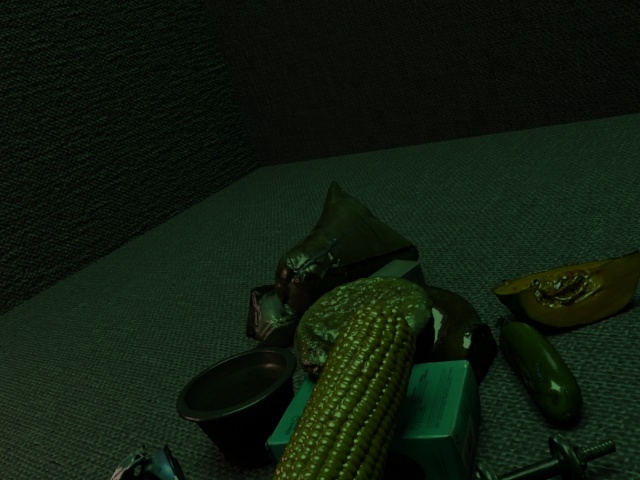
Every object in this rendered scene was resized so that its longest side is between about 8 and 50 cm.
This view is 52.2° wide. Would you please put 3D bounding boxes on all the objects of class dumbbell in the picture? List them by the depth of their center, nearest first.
[{"bbox_3d":[0.289,0.326,0.905,0.254,0.081,0.081,-18,19,-3],"label":"dumbbell"}]

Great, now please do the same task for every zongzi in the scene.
[{"bbox_3d":[0.000,0.000,1.633,0.356,0.174,0.393,-15,48,-30],"label":"zongzi"}]

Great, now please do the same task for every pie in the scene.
[{"bbox_3d":[0.079,0.157,1.213,0.277,0.078,0.277,-17,26,9],"label":"pie"}]

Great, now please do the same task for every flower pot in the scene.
[{"bbox_3d":[-0.132,0.319,1.217,0.235,0.148,0.235,-19,15,5],"label":"flower pot"}]

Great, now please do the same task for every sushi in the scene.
[{"bbox_3d":[-0.043,0.176,1.628,0.273,0.134,0.109,-10,27,-34],"label":"sushi"}]

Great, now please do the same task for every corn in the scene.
[{"bbox_3d":[0.038,0.264,0.914,0.144,0.144,0.387,-3,43,38],"label":"corn"}]

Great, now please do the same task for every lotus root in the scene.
[{"bbox_3d":[0.199,0.189,1.283,0.267,0.149,0.260,-36,24,-34],"label":"lotus root"}]

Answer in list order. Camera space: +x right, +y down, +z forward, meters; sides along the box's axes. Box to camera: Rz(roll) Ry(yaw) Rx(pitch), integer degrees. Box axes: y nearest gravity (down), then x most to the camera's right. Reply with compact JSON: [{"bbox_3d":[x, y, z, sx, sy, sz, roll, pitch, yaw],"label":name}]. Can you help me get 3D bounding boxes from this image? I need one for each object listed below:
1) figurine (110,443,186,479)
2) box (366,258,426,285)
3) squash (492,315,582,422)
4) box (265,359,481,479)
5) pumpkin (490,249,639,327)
[{"bbox_3d":[-0.373,0.448,0.947,0.388,0.248,0.276,-27,-19,-15],"label":"figurine"},{"bbox_3d":[0.140,0.151,1.461,0.225,0.129,0.086,-32,22,-33],"label":"box"},{"bbox_3d":[0.374,0.208,1.157,0.087,0.087,0.331,-18,17,4],"label":"squash"},{"bbox_3d":[0.096,0.309,1.079,0.311,0.118,0.205,-10,18,23],"label":"box"},{"bbox_3d":[0.494,0.105,1.331,0.279,0.111,0.163,-19,5,0],"label":"pumpkin"}]
